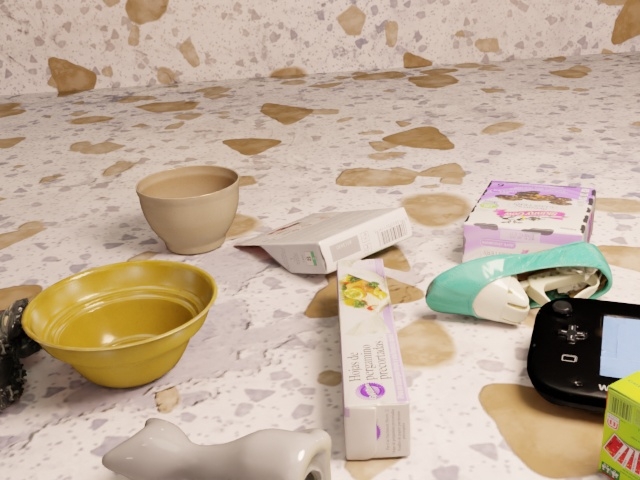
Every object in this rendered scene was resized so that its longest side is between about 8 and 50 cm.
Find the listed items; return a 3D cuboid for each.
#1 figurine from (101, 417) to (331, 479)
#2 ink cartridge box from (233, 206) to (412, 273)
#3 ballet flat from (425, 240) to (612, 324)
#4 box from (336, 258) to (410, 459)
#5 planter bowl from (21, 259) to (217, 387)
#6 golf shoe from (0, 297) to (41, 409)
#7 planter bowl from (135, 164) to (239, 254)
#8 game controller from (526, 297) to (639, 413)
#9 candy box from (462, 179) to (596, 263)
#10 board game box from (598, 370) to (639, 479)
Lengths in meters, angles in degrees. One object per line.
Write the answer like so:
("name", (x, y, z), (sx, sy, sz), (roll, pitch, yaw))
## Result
("figurine", (-0.121, 0.220, 0.610), (0.209, 0.092, 0.215), (4, 23, 26))
("ink cartridge box", (0.000, 0.000, 1.167), (0.181, 0.056, 0.224), (-23, 11, -37))
("ballet flat", (0.256, 0.059, 0.936), (0.247, 0.083, 0.087), (-12, 39, -14))
("box", (0.053, 0.115, 0.846), (0.063, 0.067, 0.324), (-4, 24, 1))
("planter bowl", (-0.222, 0.107, 0.870), (0.217, 0.090, 0.217), (-3, 23, 1))
("golf shoe", (-0.384, 0.142, 0.856), (0.094, 0.077, 0.198), (-18, 19, 3))
("planter bowl", (-0.205, -0.045, 1.197), (0.162, 0.109, 0.162), (-2, 24, 1))
("game controller", (0.378, 0.128, 0.769), (0.319, 0.067, 0.166), (5, 25, 20))
("candy box", (0.314, -0.022, 1.120), (0.164, 0.070, 0.196), (7, 25, 22))
("board game box", (0.314, 0.189, 0.602), (0.043, 0.092, 0.181), (-17, 27, -27))
